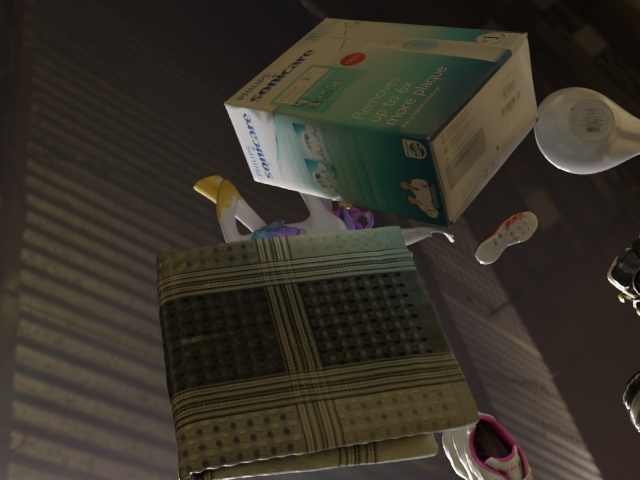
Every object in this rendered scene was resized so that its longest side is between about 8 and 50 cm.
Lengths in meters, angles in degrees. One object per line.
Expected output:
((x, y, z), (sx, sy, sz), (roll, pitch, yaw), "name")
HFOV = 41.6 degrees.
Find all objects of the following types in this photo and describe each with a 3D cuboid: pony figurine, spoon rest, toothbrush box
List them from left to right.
((0.000, 0.000, 1.413), (0.303, 0.351, 0.363), (112, 135, -71), "pony figurine")
((0.072, -0.153, 1.000), (0.296, 0.216, 0.126), (16, 139, 39), "toothbrush box")
((0.458, -0.165, 1.268), (0.084, 0.276, 0.137), (87, -177, -77), "spoon rest")

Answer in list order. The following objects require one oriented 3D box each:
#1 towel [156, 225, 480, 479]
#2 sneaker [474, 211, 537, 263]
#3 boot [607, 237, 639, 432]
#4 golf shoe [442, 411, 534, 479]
((-0.014, 0.116, 0.956), (0.324, 0.056, 0.312), (-6, -134, -12), "towel")
((0.389, -0.011, 1.801), (0.061, 0.158, 0.065), (58, 174, -8), "sneaker")
((0.502, 0.120, 1.160), (0.377, 0.138, 0.284), (-10, -140, -23), "boot")
((0.320, 0.426, 1.433), (0.306, 0.115, 0.140), (55, 161, 16), "golf shoe")
